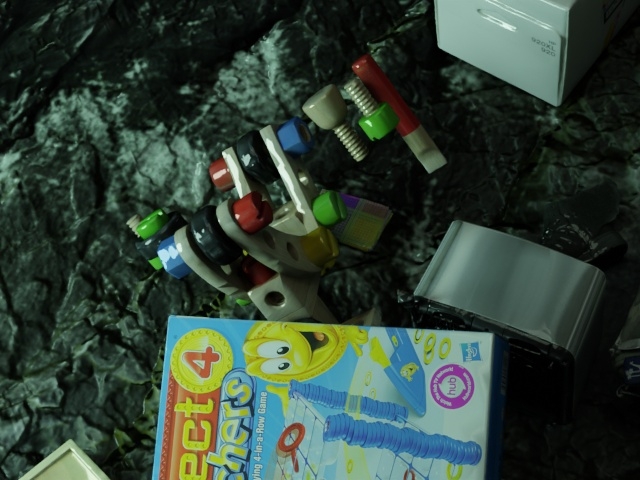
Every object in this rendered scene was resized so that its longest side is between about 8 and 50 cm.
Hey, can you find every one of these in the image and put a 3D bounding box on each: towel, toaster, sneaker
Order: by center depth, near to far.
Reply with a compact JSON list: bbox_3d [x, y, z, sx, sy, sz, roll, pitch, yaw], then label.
[{"bbox_3d":[0.176,0.078,1.546,0.168,0.186,0.110,19,65,18],"label":"toaster"},{"bbox_3d":[0.248,0.000,1.671,0.170,0.051,0.089,-22,57,-14],"label":"sneaker"},{"bbox_3d":[0.029,-0.021,1.729,0.083,0.009,0.060,17,61,17],"label":"towel"}]

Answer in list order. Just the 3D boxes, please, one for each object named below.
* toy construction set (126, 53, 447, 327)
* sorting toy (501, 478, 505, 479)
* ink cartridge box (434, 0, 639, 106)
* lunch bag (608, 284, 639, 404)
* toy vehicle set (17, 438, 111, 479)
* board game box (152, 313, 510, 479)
[{"bbox_3d":[0.000,0.000,1.621,0.309,0.257,0.237,-39,104,-1],"label":"toy construction set"},{"bbox_3d":[0.019,0.269,1.520,0.307,0.041,0.229,24,62,20],"label":"sorting toy"},{"bbox_3d":[0.256,-0.306,1.797,0.171,0.168,0.233,29,64,23],"label":"ink cartridge box"},{"bbox_3d":[0.435,0.041,1.532,0.256,0.212,0.305,9,61,32],"label":"lunch bag"},{"bbox_3d":[-0.285,0.328,1.517,0.267,0.035,0.166,-38,61,-18],"label":"toy vehicle set"},{"bbox_3d":[0.004,0.227,1.434,0.301,0.086,0.308,2,80,16],"label":"board game box"}]
